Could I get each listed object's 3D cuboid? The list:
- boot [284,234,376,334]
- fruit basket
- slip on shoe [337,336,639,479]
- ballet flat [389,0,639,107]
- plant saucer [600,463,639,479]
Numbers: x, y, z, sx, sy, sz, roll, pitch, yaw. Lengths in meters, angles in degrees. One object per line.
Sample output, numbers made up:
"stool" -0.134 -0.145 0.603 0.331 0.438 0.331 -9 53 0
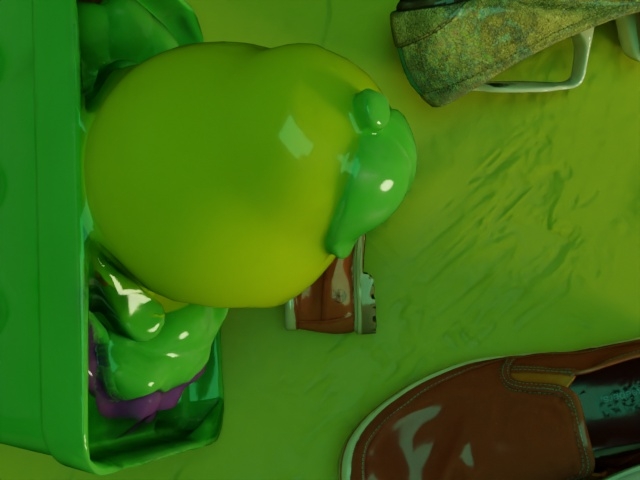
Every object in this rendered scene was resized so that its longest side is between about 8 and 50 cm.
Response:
"boot" 0.000 0.000 0.755 0.084 0.059 0.158 -3 83 3
"fruit basket" -0.103 -0.033 0.638 0.392 0.283 0.392 -2 83 13
"slip on shoe" 0.174 0.146 0.717 0.331 0.101 0.123 -13 85 -2
"ballet flat" 0.231 -0.192 0.769 0.348 0.123 0.123 -16 83 -5
"plant saucer" 0.273 0.304 0.692 0.317 0.044 0.318 -1 100 -4
